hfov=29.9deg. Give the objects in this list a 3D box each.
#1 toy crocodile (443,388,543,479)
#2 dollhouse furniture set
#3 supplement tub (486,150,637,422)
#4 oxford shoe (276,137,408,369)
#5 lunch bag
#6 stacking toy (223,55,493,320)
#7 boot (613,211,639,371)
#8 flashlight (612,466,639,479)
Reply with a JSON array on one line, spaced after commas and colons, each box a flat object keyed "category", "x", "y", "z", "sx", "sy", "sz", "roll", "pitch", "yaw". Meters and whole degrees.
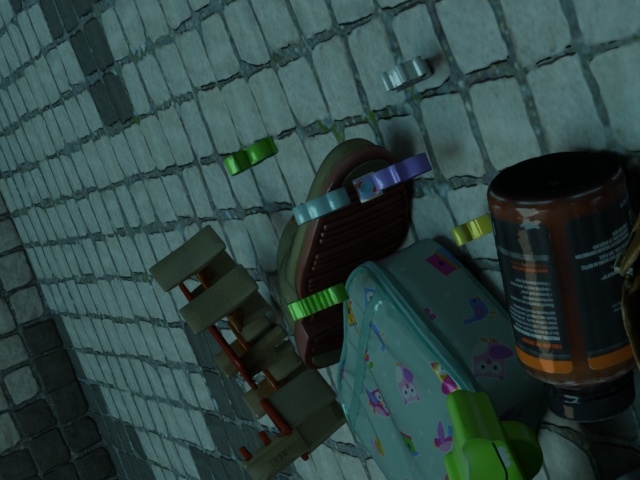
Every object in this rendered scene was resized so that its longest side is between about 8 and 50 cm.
[{"category": "toy crocodile", "x": 0.171, "y": 0.262, "z": 1.052, "sx": 0.115, "sy": 0.105, "sz": 0.340, "roll": -104, "pitch": -11, "yaw": -51}, {"category": "dollhouse furniture set", "x": -0.096, "y": 0.153, "z": 1.460, "sx": 0.259, "sy": 0.135, "sz": 0.262, "roll": 49, "pitch": 171, "yaw": 32}, {"category": "supplement tub", "x": 0.193, "y": 0.039, "z": 0.919, "sx": 0.106, "sy": 0.106, "sz": 0.198, "roll": 22, "pitch": 130, "yaw": 57}, {"category": "oxford shoe", "x": 0.000, "y": 0.000, "z": 1.255, "sx": 0.130, "sy": 0.123, "sz": 0.348, "roll": 58, "pitch": 154, "yaw": 29}, {"category": "lunch bag", "x": 0.104, "y": 0.147, "z": 1.188, "sx": 0.224, "sy": 0.108, "sz": 0.279, "roll": 50, "pitch": 151, "yaw": 31}, {"category": "stacking toy", "x": 0.036, "y": -0.044, "z": 1.068, "sx": 0.167, "sy": 0.221, "sz": 0.052, "roll": 65, "pitch": -165, "yaw": 2}, {"category": "boot", "x": 0.209, "y": -0.078, "z": 0.625, "sx": 0.109, "sy": 0.220, "sz": 0.283, "roll": 14, "pitch": 129, "yaw": 30}, {"category": "flashlight", "x": 0.308, "y": 0.339, "z": 0.978, "sx": 0.103, "sy": 0.103, "sz": 0.304, "roll": -35, "pitch": 71, "yaw": 20}]
